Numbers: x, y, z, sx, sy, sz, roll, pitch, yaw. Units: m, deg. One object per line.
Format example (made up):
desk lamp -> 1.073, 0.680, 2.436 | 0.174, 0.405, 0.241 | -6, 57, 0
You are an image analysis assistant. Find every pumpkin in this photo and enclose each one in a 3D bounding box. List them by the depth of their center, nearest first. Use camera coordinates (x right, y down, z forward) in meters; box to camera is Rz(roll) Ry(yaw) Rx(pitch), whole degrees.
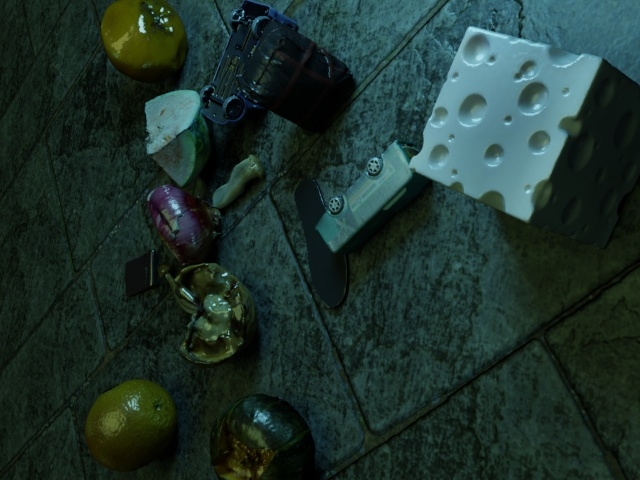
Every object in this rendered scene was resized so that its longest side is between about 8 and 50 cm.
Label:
pumpkin -> -0.116, 0.427, 1.518 | 0.238, 0.159, 0.237 | 7, 103, 32

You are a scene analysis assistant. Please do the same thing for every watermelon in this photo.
watermelon -> -0.367, -0.281, 1.895 | 0.305, 0.180, 0.224 | -116, 39, -54

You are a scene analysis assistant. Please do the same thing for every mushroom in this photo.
mushroom -> -0.204, -0.137, 1.804 | 0.202, 0.054, 0.059 | -40, 50, 40
mushroom -> -0.334, 0.143, 1.889 | 0.306, 0.043, 0.068 | 31, 124, 42

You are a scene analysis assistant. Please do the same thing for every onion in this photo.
onion -> -0.327, -0.043, 1.826 | 0.163, 0.230, 0.230 | -29, 55, -5

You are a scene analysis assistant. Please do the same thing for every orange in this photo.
orange -> -0.470, 0.458, 1.834 | 0.236, 0.236, 0.236 | -11, 75, 44
orange -> -0.484, -0.559, 2.018 | 0.183, 0.249, 0.249 | -46, 51, 51

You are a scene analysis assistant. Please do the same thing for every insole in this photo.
insole -> 0.000, 0.000, 1.591 | 0.110, 0.012, 0.309 | -39, 56, 34

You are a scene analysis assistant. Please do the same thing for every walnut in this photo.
walnut -> -0.227, 0.171, 1.701 | 0.204, 0.141, 0.238 | -10, 79, 27

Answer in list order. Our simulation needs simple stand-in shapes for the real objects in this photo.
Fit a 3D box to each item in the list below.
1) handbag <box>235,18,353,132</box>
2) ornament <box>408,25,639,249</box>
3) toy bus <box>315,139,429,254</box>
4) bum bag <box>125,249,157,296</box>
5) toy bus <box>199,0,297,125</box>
handbag -> -0.054, -0.350, 1.574 | 0.169, 0.215, 0.155 | -50, 42, 22
ornament -> 0.329, -0.153, 1.123 | 0.240, 0.239, 0.239 | 32, 105, 44
toy bus -> 0.102, -0.083, 1.455 | 0.261, 0.091, 0.109 | -45, 64, 31
bum bag -> -0.509, 0.094, 2.080 | 0.159, 0.026, 0.109 | -21, 69, 42
toy bus -> -0.171, -0.411, 1.760 | 0.125, 0.133, 0.292 | 32, 104, 44
